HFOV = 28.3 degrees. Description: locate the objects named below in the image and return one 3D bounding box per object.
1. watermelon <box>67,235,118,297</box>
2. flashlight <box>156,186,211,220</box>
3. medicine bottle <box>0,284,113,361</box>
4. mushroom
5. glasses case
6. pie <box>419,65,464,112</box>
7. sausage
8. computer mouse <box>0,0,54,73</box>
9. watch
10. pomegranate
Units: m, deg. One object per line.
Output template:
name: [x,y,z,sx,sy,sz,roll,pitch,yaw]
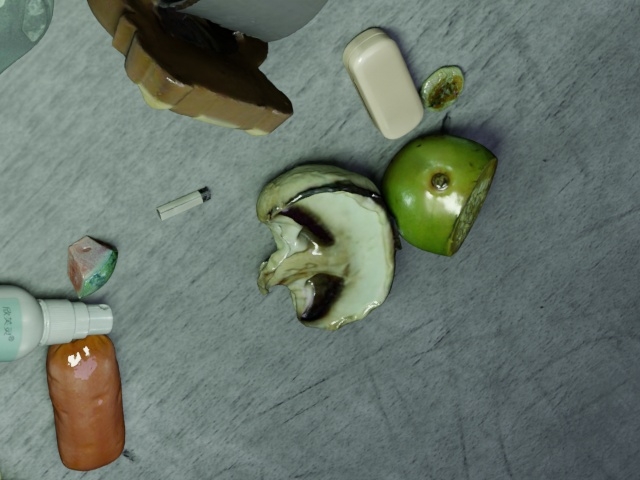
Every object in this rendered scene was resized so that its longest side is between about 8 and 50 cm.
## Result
watermelon: [-0.339,0.042,1.852,0.072,0.092,0.084,16,112,2]
flashlight: [-0.204,-0.055,1.901,0.083,0.018,0.018,-25,135,-17]
medicine bottle: [-0.462,0.118,1.792,0.352,0.110,0.110,0,125,-35]
mushroom: [-0.001,-0.002,2.026,0.247,0.130,0.344,-25,137,7]
glasses case: [0.098,-0.237,1.939,0.083,0.050,0.196,-33,138,-4]
pie: [0.195,-0.243,2.030,0.085,0.017,0.085,-20,135,-21]
sausage: [-0.364,0.240,1.975,0.113,0.113,0.259,-17,132,-23]
computer mouse: [-0.467,-0.222,1.519,0.379,0.090,0.167,-46,138,15]
watch: [-0.098,-0.347,1.492,0.314,0.335,0.327,13,126,-42]
pomegranate: [0.193,-0.096,2.067,0.241,0.159,0.190,-44,155,-46]
